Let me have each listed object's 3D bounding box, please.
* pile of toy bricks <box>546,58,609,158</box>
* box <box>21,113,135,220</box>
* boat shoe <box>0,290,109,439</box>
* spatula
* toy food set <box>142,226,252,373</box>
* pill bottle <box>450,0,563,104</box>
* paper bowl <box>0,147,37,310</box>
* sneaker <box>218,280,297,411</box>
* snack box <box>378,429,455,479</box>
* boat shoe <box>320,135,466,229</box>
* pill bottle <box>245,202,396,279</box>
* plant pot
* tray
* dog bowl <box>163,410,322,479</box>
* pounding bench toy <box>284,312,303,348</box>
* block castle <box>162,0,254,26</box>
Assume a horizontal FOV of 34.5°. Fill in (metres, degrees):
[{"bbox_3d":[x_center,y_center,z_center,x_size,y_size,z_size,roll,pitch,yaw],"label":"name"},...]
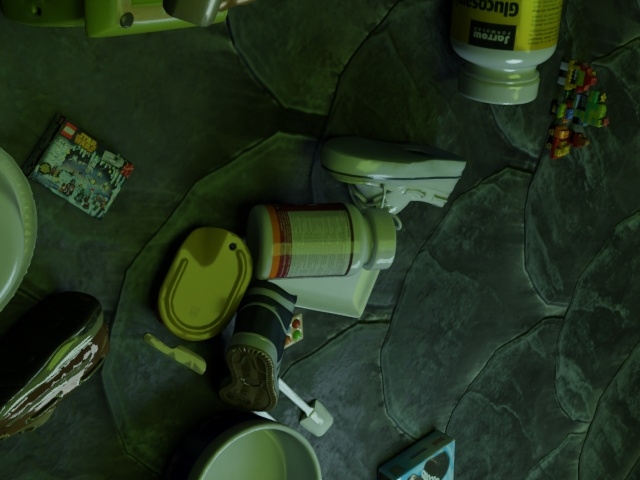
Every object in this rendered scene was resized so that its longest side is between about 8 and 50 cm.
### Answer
[{"bbox_3d":[0.552,-0.268,2.146,0.118,0.105,0.212,-15,120,-41],"label":"pile of toy bricks"},{"bbox_3d":[-0.325,-0.097,1.391,0.137,0.027,0.094,37,82,-48],"label":"box"},{"bbox_3d":[-0.409,0.210,1.396,0.324,0.123,0.120,-41,137,-23],"label":"boat shoe"},{"bbox_3d":[-0.073,0.341,1.889,0.168,0.019,0.242,-51,134,-12],"label":"spatula"},{"bbox_3d":[-0.195,0.080,1.596,0.128,0.071,0.217,27,88,-25],"label":"toy food set"},{"bbox_3d":[0.322,-0.413,1.771,0.188,0.188,0.333,-20,123,-38],"label":"pill bottle"},{"bbox_3d":[-0.466,0.001,1.208,0.284,0.148,0.284,-24,126,-38],"label":"paper bowl"},{"bbox_3d":[-0.101,0.171,1.687,0.282,0.099,0.153,102,0,-60],"label":"sneaker"},{"bbox_3d":[0.211,0.593,2.274,0.187,0.060,0.321,-25,126,-35],"label":"snack box"},{"bbox_3d":[0.114,-0.088,1.784,0.367,0.136,0.156,-5,116,-55],"label":"boat shoe"},{"bbox_3d":[0.000,0.000,1.647,0.221,0.121,0.121,-2,113,-18],"label":"pill bottle"},{"bbox_3d":[-0.232,-0.359,1.217,0.227,0.207,0.228,-17,123,-40],"label":"plant pot"},{"bbox_3d":[0.005,0.050,1.806,0.270,0.030,0.145,15,99,-49],"label":"tray"},{"bbox_3d":[-0.132,0.428,1.752,0.265,0.104,0.264,-6,100,-37],"label":"dog bowl"},{"bbox_3d":[-0.065,0.159,1.762,0.052,0.065,0.083,-27,128,-35],"label":"pounding bench toy"},{"bbox_3d":[-0.126,-0.456,1.027,0.303,0.453,0.213,-28,160,-38],"label":"block castle"}]
